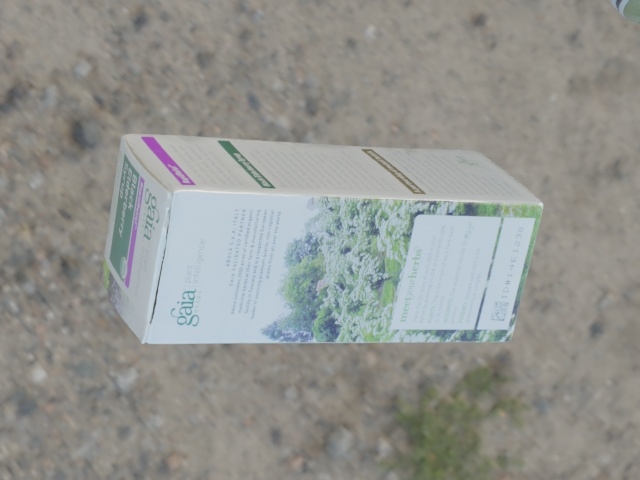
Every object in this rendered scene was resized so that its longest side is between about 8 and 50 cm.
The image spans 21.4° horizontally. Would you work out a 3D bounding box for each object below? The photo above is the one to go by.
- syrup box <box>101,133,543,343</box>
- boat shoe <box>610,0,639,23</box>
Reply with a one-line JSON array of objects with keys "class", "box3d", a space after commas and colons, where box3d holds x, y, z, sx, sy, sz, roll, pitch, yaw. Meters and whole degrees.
[{"class": "syrup box", "box3d": [0.000, 0.000, 0.983, 0.236, 0.096, 0.093, 2, 113, -24]}, {"class": "boat shoe", "box3d": [0.276, -0.165, 0.988, 0.109, 0.302, 0.094, -5, 84, -29]}]
